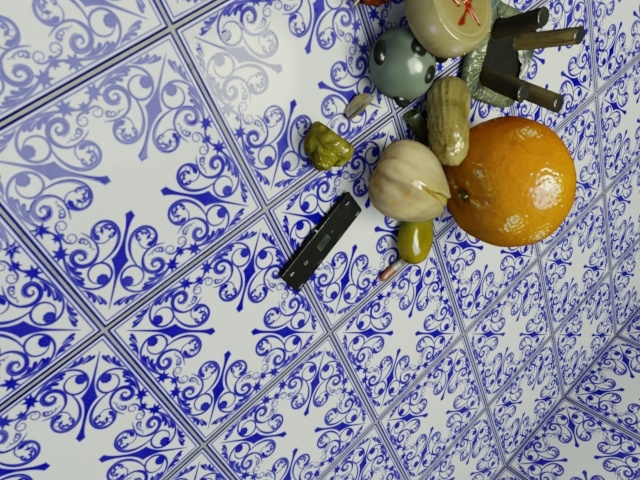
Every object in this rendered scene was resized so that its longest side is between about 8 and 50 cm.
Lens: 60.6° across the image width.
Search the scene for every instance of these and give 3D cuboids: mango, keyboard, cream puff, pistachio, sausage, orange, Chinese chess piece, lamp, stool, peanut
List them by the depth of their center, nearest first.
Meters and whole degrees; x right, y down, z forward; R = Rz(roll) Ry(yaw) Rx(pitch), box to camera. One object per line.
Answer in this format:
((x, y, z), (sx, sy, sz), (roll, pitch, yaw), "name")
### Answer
((0.329, -0.596, 1.402), (0.250, 0.097, 0.251), (4, 83, -33), "Chinese chess piece")
((0.012, -0.237, 1.450), (0.146, 0.146, 0.116), (26, 107, -40), "cream puff")
((0.241, -0.495, 1.494), (0.244, 0.197, 0.198), (-47, 129, -24), "lamp")
((0.257, -0.163, 1.592), (0.229, 0.238, 0.321), (-59, 151, 4), "pistachio")
((0.000, 0.000, 1.593), (0.317, 0.027, 0.106), (-51, 133, -10), "keyboard")
((0.381, -0.356, 1.621), (0.147, 0.146, 0.306), (40, 45, -40), "peanut")
((0.564, -0.176, 1.698), (0.325, 0.424, 0.425), (-13, 115, -27), "orange")
((0.635, -0.576, 1.727), (0.310, 0.226, 0.311), (-1, 108, -40), "stool")
((0.312, -0.020, 1.777), (0.130, 0.091, 0.195), (27, 82, -26), "mango")
((0.272, 0.066, 1.822), (0.223, 0.029, 0.029), (-40, 126, -19), "sausage")

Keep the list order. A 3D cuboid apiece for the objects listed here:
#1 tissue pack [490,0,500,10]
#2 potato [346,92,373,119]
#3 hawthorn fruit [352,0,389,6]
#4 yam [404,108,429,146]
((0.416, -0.738, 1.578), (0.316, 0.103, 0.228), (-53, 130, -8), "tissue pack")
((0.103, -0.377, 1.527), (0.093, 0.036, 0.037), (-41, 166, 4), "potato")
((0.142, -0.684, 1.367), (0.173, 0.173, 0.179), (-14, 141, -33), "hawthorn fruit")
((0.304, -0.344, 1.675), (0.054, 0.054, 0.132), (-50, 130, -11), "yam")
